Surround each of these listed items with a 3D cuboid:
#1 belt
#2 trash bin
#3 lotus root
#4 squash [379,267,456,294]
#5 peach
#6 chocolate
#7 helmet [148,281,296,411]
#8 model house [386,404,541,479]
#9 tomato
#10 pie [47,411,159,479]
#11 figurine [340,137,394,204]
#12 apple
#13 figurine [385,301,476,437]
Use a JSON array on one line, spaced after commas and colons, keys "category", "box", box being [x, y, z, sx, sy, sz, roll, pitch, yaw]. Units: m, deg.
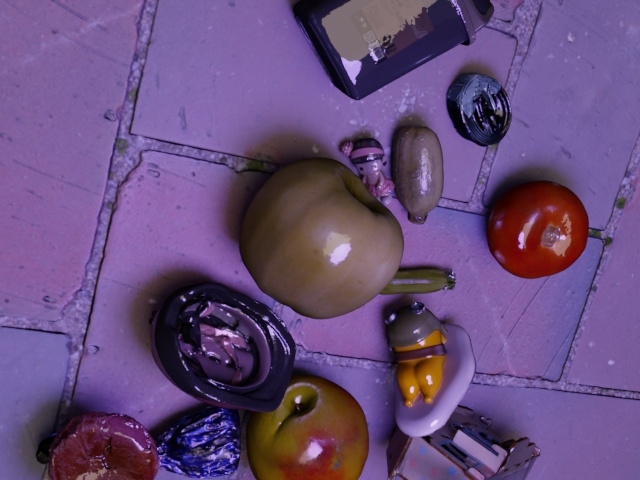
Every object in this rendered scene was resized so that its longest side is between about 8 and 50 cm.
[{"category": "belt", "box": [0.286, -0.235, 1.648, 0.105, 0.058, 0.140, -36, 115, -10]}, {"category": "trash bin", "box": [0.122, -0.373, 1.480, 0.290, 0.182, 0.209, -32, 116, -2]}, {"category": "lotus root", "box": [0.171, -0.112, 1.627, 0.077, 0.090, 0.183, -22, 119, -43]}, {"category": "squash", "box": [0.167, 0.075, 1.707, 0.183, 0.052, 0.052, -3, 108, -21]}, {"category": "peach", "box": [-0.023, 0.358, 1.635, 0.231, 0.231, 0.231, -6, 109, -19]}, {"category": "chocolate", "box": [-0.311, 0.366, 1.589, 0.343, 0.126, 0.148, -4, 148, -16]}, {"category": "helmet", "box": [-0.181, 0.184, 1.557, 0.253, 0.154, 0.198, 43, 51, -35]}, {"category": "model house", "box": [0.258, 0.395, 1.766, 0.326, 0.244, 0.169, 6, 109, -57]}, {"category": "tomato", "box": [0.400, -0.022, 1.716, 0.195, 0.136, 0.195, -5, 108, -16]}, {"category": "pie", "box": [-0.352, 0.362, 1.503, 0.182, 0.049, 0.182, -2, 107, -5]}, {"category": "figurine", "box": [0.087, -0.122, 1.616, 0.054, 0.072, 0.129, -59, 135, -45]}, {"category": "apple", "box": [0.000, 0.000, 1.509, 0.262, 0.262, 0.262, -6, 109, -19]}, {"category": "figurine", "box": [0.177, 0.212, 1.662, 0.166, 0.250, 0.141, -16, 127, 28]}]
